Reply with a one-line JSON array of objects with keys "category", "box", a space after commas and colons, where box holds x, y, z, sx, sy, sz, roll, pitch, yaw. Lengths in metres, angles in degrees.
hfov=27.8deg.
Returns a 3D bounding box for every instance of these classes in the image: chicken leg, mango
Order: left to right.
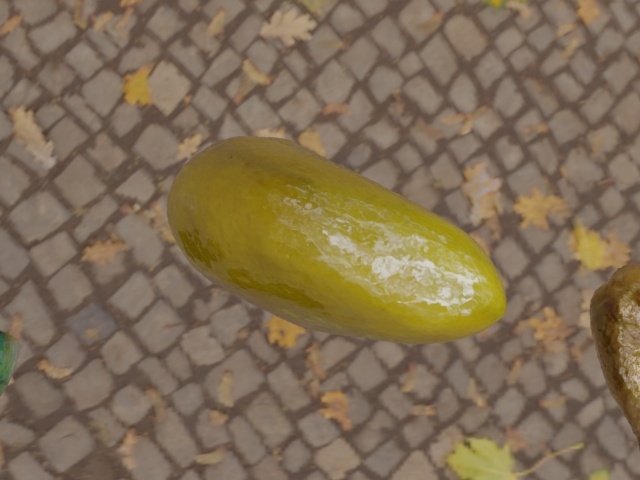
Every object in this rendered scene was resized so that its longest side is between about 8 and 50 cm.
[{"category": "mango", "box": [-0.008, -0.003, 1.038, 0.195, 0.331, 0.142, 23, 87, -32]}, {"category": "chicken leg", "box": [0.285, 0.145, 1.108, 0.107, 0.087, 0.252, 14, 66, -61]}]

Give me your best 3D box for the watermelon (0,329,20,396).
[{"category": "watermelon", "box": [-0.413, 0.171, 1.450, 0.231, 0.128, 0.146, 34, 58, -55]}]
